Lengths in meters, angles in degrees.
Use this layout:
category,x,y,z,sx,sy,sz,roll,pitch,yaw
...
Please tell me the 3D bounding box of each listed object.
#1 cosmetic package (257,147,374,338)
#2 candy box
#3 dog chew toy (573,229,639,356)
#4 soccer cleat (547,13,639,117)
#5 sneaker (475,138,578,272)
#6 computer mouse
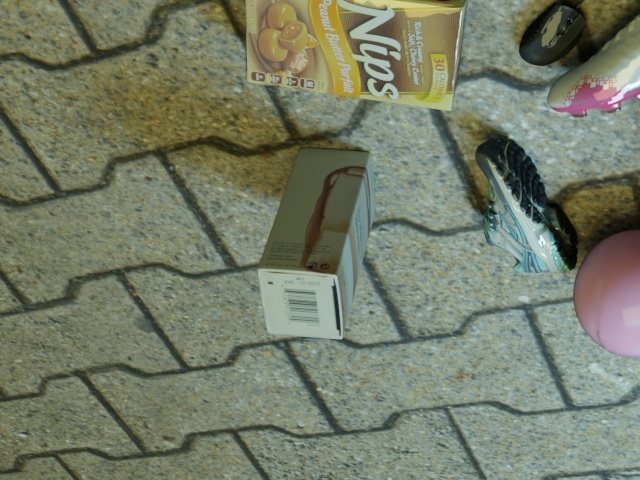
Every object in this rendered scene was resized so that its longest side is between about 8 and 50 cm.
category,x,y,z,sx,sy,sz,roll,pitch,yaw
cosmetic package,0.000,0.000,1.843,0.129,0.296,0.153,4,135,12
candy box,0.050,-0.306,1.679,0.316,0.087,0.183,10,135,8
dog chew toy,0.564,0.109,1.782,0.332,0.206,0.206,23,145,41
soccer cleat,0.462,-0.278,1.582,0.331,0.116,0.143,-15,111,25
sneaker,0.306,-0.040,1.846,0.122,0.110,0.283,-15,127,33
computer mouse,0.366,-0.324,1.600,0.071,0.041,0.242,32,133,-13
